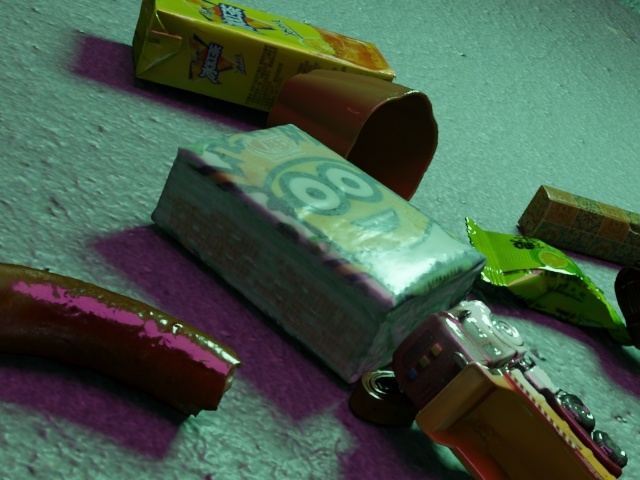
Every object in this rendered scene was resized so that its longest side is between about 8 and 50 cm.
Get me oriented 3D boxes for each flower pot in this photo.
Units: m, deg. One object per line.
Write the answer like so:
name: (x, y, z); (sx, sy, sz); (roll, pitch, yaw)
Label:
flower pot: (0.031, -0.139, 1.549); (0.173, 0.190, 0.191); (32, 25, 33)

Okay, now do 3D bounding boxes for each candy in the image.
candy: (0.306, 0.053, 1.571); (0.246, 0.069, 0.149); (21, 25, -15)

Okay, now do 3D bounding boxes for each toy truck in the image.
toy truck: (0.186, 0.186, 1.137); (0.270, 0.114, 0.135); (49, 25, 17)

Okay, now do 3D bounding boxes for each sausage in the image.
sausage: (-0.217, 0.079, 1.031); (0.302, 0.076, 0.103); (19, 27, -17)

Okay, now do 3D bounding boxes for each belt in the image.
belt: (0.069, 0.157, 1.200); (0.083, 0.036, 0.059); (5, 32, -40)

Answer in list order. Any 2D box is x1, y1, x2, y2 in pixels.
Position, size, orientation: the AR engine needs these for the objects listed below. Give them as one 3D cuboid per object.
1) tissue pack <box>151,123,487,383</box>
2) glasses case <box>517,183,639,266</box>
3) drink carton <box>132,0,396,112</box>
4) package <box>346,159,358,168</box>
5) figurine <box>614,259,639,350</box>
tissue pack: (0.000, 0.000, 1.322); (0.311, 0.128, 0.228); (36, 28, 22)
glasses case: (0.409, -0.017, 1.784); (0.218, 0.075, 0.049); (14, 32, -25)
drink carton: (-0.085, -0.258, 1.687); (0.351, 0.111, 0.154); (14, 23, -18)
package: (0.056, -0.113, 1.680); (0.121, 0.031, 0.108); (39, 29, 23)
figurine: (0.534, 0.054, 1.569); (0.315, 0.168, 0.187); (-3, 10, -21)
